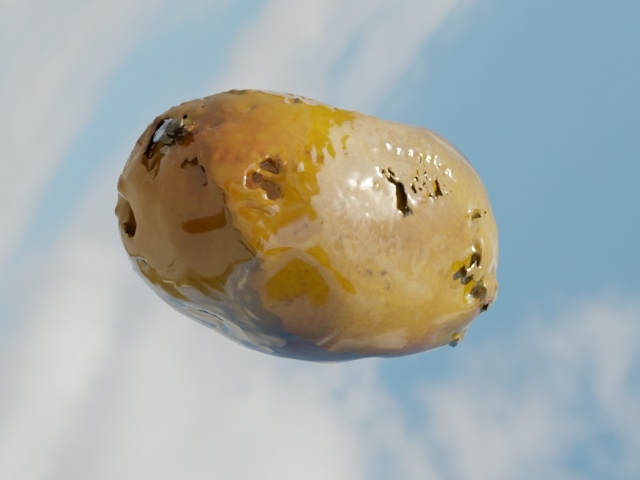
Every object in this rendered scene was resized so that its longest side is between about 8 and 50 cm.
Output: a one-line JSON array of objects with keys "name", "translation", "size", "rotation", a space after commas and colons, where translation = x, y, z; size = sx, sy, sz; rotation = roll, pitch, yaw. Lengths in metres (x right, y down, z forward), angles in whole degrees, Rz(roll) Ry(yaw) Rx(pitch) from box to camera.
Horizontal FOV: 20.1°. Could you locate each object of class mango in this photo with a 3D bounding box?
[{"name": "mango", "translation": [0.000, 0.000, 1.022], "size": [0.156, 0.249, 0.151], "rotation": [-32, -125, 38]}]
